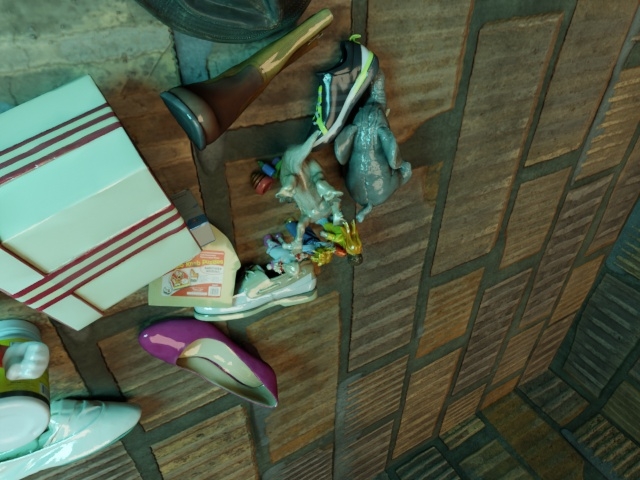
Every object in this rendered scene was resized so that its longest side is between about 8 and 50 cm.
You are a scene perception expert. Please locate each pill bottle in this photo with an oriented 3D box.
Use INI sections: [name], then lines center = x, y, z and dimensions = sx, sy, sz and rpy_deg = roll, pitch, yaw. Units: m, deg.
[pill bottle]
center = -0.547, 0.244, 0.733
dimensions = 0.119, 0.208, 0.119
rpy_deg = -19, 131, -23

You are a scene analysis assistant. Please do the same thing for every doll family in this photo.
[doll family]
center = 0.000, 0.000, 0.963
dimensions = 0.262, 0.163, 0.119
rpy_deg = -9, 127, -30

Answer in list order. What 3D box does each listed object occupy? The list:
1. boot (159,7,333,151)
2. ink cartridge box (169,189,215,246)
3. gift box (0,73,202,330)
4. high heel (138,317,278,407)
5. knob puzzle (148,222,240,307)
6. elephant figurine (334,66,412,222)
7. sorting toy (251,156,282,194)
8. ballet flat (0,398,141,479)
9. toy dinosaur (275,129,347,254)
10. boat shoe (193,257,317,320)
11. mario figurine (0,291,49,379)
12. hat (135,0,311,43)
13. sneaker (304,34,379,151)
[boot]
center = -0.092, -0.252, 0.639
dimensions = 0.280, 0.264, 0.096
rpy_deg = -34, 103, 0
[ink cartridge box]
center = -0.262, -0.032, 0.786
dimensions = 0.088, 0.122, 0.052
rpy_deg = -27, 138, -15
[gift box]
center = -0.369, -0.050, 0.616
dimensions = 0.258, 0.276, 0.255
rpy_deg = -34, 148, -14
[high heel]
center = -0.248, 0.300, 1.002
dimensions = 0.377, 0.181, 0.127
rpy_deg = 27, 105, -44
[knob puzzle]
center = -0.266, 0.043, 0.879
dimensions = 0.212, 0.030, 0.214
rpy_deg = -4, 104, -15
[elephant figurine]
center = 0.102, -0.203, 0.885
dimensions = 0.169, 0.186, 0.240
rpy_deg = -25, 139, -9
[sorting toy]
center = -0.109, -0.144, 0.869
dimensions = 0.102, 0.042, 0.061
rpy_deg = -50, 172, -6
[ballet flat]
center = -0.606, 0.424, 0.900
dimensions = 0.399, 0.139, 0.139
rpy_deg = -17, 130, -23
[toy dinosaur]
center = -0.028, -0.115, 0.836
dimensions = 0.126, 0.201, 0.296
rpy_deg = -14, 140, 2
[boat shoe]
center = -0.152, 0.108, 0.992
dimensions = 0.301, 0.113, 0.104
rpy_deg = -11, 107, -26
[mario figurine]
center = -0.514, 0.122, 0.583
dimensions = 0.197, 0.320, 0.170
rpy_deg = -20, 132, -22
[hat]
center = -0.117, -0.364, 0.543
dimensions = 0.330, 0.134, 0.331
rpy_deg = -17, 154, -9
[sneaker]
center = 0.018, -0.293, 0.834
dimensions = 0.097, 0.084, 0.235
rpy_deg = 29, 101, -24
